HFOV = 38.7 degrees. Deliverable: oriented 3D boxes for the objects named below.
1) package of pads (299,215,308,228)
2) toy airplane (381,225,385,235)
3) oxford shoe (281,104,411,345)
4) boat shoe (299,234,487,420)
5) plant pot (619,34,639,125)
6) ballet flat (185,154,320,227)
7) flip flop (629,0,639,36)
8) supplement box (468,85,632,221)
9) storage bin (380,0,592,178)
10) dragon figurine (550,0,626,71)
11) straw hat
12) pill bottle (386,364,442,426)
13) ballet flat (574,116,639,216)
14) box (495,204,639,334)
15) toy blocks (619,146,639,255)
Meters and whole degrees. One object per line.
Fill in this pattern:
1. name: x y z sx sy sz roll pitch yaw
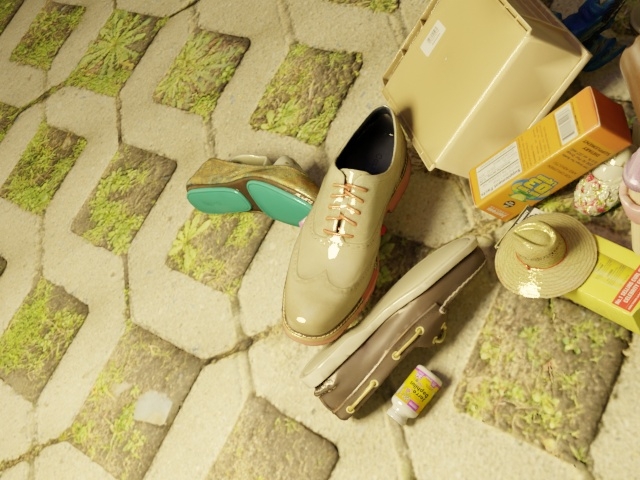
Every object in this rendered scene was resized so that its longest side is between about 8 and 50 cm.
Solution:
1. package of pads: 0.000 0.000 1.492 0.032 0.083 0.050 -33 50 5
2. toy airplane: 0.070 -0.046 1.514 0.151 0.028 0.151 -26 47 32
3. oxford shoe: 0.030 -0.034 1.368 0.140 0.146 0.397 11 59 14
4. boat shoe: 0.120 0.124 1.314 0.324 0.096 0.116 -41 5 -2
5. plant pot: 0.477 -0.188 1.181 0.167 0.167 0.165 -24 61 19
6. ballet flat: -0.098 -0.099 1.609 0.348 0.123 0.123 7 63 42
7. flip flop: 0.593 -0.341 1.336 0.277 0.080 0.112 13 68 39
8. supplement box: 0.323 -0.118 1.306 0.233 0.078 0.080 -35 45 42
9. storage bin: 0.237 -0.266 1.419 0.262 0.123 0.260 -57 37 30
10. dragon figurine: 0.413 -0.320 1.414 0.289 0.085 0.144 -30 41 34
11. straw hat: 0.292 0.005 1.223 0.144 0.061 0.144 -18 51 24
12. pill bottle: 0.129 0.218 1.275 0.083 0.043 0.043 -51 46 -7
13. ballet flat: 0.445 -0.138 1.293 0.241 0.077 0.091 -44 46 0
14. box: 0.355 0.036 1.242 0.087 0.058 0.232 -50 46 -8
15. toy blocks: 0.523 -0.040 1.002 0.309 0.260 0.288 -22 49 3
